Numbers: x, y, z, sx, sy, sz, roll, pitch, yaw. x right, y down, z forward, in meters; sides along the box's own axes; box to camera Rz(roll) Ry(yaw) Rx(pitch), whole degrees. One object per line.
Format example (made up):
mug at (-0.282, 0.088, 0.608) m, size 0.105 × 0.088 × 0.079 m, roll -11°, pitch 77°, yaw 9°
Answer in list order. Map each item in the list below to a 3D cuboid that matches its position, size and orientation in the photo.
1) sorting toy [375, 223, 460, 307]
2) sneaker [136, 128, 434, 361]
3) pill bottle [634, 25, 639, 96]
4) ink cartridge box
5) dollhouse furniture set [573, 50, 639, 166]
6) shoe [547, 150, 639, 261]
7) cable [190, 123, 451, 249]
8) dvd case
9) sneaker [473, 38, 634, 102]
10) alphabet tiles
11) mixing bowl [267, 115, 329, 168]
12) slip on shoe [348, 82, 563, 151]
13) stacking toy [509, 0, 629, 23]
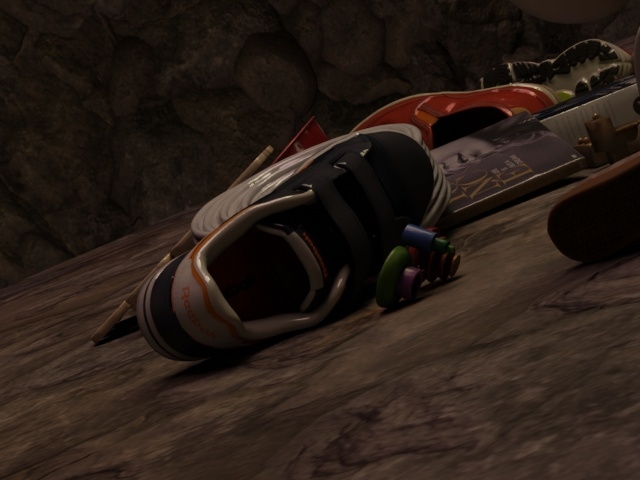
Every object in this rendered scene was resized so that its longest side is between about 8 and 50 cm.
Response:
sorting toy at (0.084, 0.020, 1.368) m, size 0.042 × 0.061 × 0.102 m, roll 19°, pitch 31°, yaw 21°
sneaker at (0.000, 0.000, 1.458) m, size 0.321 × 0.126 × 0.127 m, roll -36°, pitch 8°, yaw -30°
pill bottle at (0.399, -0.156, 1.349) m, size 0.272 × 0.152 × 0.152 m, roll -22°, pitch 6°, yaw -15°
ink cartridge box at (0.296, -0.131, 1.949) m, size 0.332 × 0.065 × 0.165 m, roll -20°, pitch 5°, yaw -5°
dollhouse furniture set at (0.332, -0.157, 1.744) m, size 0.144 × 0.123 × 0.151 m, roll -21°, pitch 6°, yaw -9°
shoe at (0.256, -0.044, 1.181) m, size 0.219 × 0.077 × 0.058 m, roll -19°, pitch 11°, yaw 38°
cable at (-0.001, -0.028, 1.680) m, size 0.257 × 0.089 × 0.257 m, roll -11°, pitch 23°, yaw 40°
dvd case at (0.145, -0.065, 1.779) m, size 0.221 × 0.018 × 0.164 m, roll -24°, pitch 26°, yaw -6°
sneaker at (0.358, -0.224, 2.576) m, size 0.279 × 0.107 × 0.118 m, roll -12°, pitch -9°, yaw 40°
alphabet tiles at (-0.148, 0.005, 1.911) m, size 0.278 × 0.021 × 0.284 m, roll -47°, pitch 4°, yaw 6°
mixing bowl at (-0.031, -0.039, 1.904) m, size 0.181 × 0.098 × 0.181 m, roll -49°, pitch 2°, yaw 3°
slip on shoe at (0.150, -0.124, 2.167) m, size 0.331 × 0.123 × 0.101 m, roll -10°, pitch 15°, yaw 38°
stacking toy at (0.326, -0.243, 1.168) m, size 0.479 × 0.351 × 0.350 m, roll -6°, pitch 14°, yaw 39°
